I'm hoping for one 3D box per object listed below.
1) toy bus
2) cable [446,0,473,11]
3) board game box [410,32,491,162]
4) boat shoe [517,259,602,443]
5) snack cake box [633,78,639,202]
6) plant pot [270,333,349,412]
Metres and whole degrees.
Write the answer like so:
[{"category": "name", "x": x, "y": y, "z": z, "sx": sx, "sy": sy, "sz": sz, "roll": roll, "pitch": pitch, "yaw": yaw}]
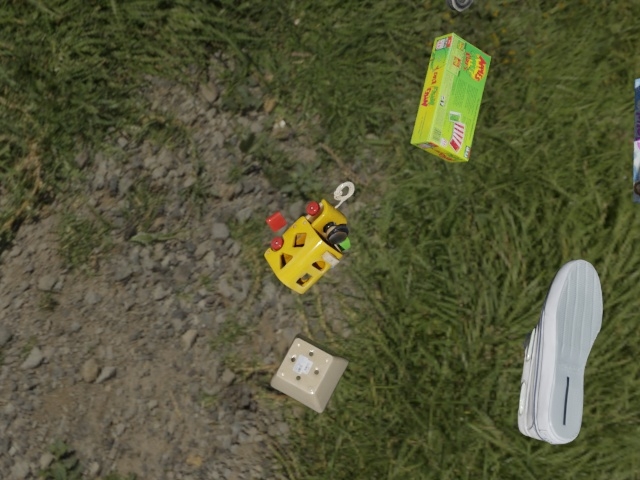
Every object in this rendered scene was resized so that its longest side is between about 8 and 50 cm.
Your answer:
[{"category": "toy bus", "x": -0.005, "y": 0.010, "z": 1.415, "sx": 0.190, "sy": 0.202, "sz": 0.104, "roll": -15, "pitch": 47, "yaw": -23}, {"category": "cable", "x": 0.318, "y": -0.586, "z": 1.391, "sx": 0.139, "sy": 0.072, "sz": 0.287, "roll": 29, "pitch": 87, "yaw": -46}, {"category": "board game box", "x": 0.210, "y": -0.227, "z": 1.169, "sx": 0.092, "sy": 0.043, "sz": 0.182, "roll": 19, "pitch": 80, "yaw": -33}, {"category": "boat shoe", "x": 0.280, "y": 0.131, "z": 0.891, "sx": 0.083, "sy": 0.075, "sz": 0.226, "roll": 28, "pitch": 69, "yaw": -23}, {"category": "snack cake box", "x": 0.733, "y": -0.208, "z": 1.499, "sx": 0.089, "sy": 0.152, "sz": 0.265, "roll": -4, "pitch": 96, "yaw": -24}, {"category": "plant pot", "x": -0.022, "y": 0.226, "z": 1.270, "sx": 0.109, "sy": 0.096, "sz": 0.109, "roll": 27, "pitch": 77, "yaw": 11}]
